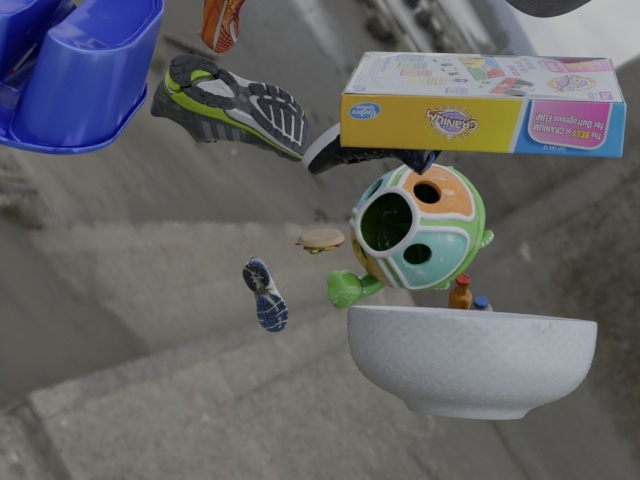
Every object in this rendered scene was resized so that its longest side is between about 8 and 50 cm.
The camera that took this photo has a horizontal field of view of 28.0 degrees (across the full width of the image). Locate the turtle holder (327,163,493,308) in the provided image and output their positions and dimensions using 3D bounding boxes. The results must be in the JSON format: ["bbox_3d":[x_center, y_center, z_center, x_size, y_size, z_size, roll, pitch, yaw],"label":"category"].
[{"bbox_3d":[0.147,-0.018,2.467,0.227,0.320,0.243,5,72,-60],"label":"turtle holder"}]

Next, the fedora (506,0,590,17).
[{"bbox_3d":[0.444,-0.563,2.395,0.243,0.275,0.124,37,32,-7],"label":"fedora"}]

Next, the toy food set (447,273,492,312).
[{"bbox_3d":[0.229,0.167,2.096,0.232,0.111,0.104,-58,157,-45],"label":"toy food set"}]

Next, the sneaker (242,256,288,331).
[{"bbox_3d":[-0.087,0.085,2.106,0.058,0.052,0.135,-92,166,-69],"label":"sneaker"}]

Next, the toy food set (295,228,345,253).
[{"bbox_3d":[0.000,0.000,2.174,0.083,0.082,0.020,-146,-132,-60],"label":"toy food set"}]

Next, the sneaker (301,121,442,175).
[{"bbox_3d":[0.088,-0.128,1.821,0.121,0.217,0.079,58,8,12],"label":"sneaker"}]

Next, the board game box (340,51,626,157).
[{"bbox_3d":[0.194,-0.167,1.534,0.242,0.316,0.064,-65,157,-68],"label":"board game box"}]

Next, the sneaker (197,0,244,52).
[{"bbox_3d":[-0.145,-0.364,1.917,0.067,0.175,0.064,42,35,24],"label":"sneaker"}]

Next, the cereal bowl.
[{"bbox_3d":[0.203,0.166,1.752,0.339,0.339,0.141,12,80,-75],"label":"cereal bowl"}]

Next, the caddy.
[{"bbox_3d":[-0.328,-0.220,1.538,0.241,0.179,0.341,23,29,-2],"label":"caddy"}]

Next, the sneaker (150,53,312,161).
[{"bbox_3d":[-0.144,-0.204,2.114,0.300,0.121,0.111,25,54,-28],"label":"sneaker"}]
